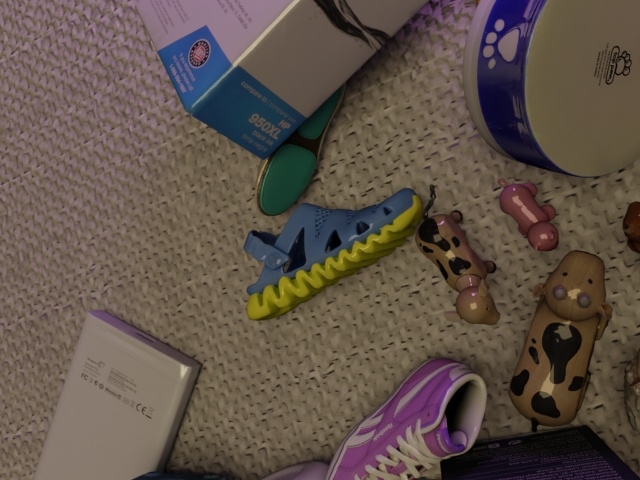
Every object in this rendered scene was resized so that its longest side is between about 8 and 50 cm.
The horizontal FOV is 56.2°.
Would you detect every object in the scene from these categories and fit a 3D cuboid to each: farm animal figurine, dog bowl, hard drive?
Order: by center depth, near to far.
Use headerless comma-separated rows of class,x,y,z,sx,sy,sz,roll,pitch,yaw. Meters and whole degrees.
dog bowl,0.304,-0.210,0.698,0.104,0.265,0.264,39,108,59
farm animal figurine,0.279,0.084,0.741,0.331,0.172,0.326,-1,96,30
hard drive,-0.369,0.332,1.068,0.233,0.047,0.352,23,98,18

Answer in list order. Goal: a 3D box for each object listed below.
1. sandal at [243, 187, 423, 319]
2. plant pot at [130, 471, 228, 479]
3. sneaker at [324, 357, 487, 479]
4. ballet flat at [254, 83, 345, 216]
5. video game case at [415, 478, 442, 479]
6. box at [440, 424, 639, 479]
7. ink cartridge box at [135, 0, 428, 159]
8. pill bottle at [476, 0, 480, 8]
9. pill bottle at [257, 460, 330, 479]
sandal,0.000,0.000,0.892,0.318,0.126,0.138,-29,77,17
plant pot,-0.234,0.494,0.909,0.248,0.247,0.252,-1,78,9
sneaker,0.108,0.273,0.779,0.102,0.161,0.282,38,81,-7
ballet flat,-0.038,-0.155,0.928,0.086,0.086,0.248,31,97,18
video game case,0.178,0.445,0.877,0.202,0.023,0.183,-7,88,20
box,0.265,0.405,0.633,0.212,0.395,0.293,-13,85,8
ink cartridge box,-0.040,-0.357,0.831,0.395,0.166,0.285,-41,54,16
pill bottle,0.265,-0.323,0.789,0.117,0.117,0.214,-4,89,20
pill bottle,-0.010,0.503,0.864,0.182,0.181,0.322,-25,82,19
